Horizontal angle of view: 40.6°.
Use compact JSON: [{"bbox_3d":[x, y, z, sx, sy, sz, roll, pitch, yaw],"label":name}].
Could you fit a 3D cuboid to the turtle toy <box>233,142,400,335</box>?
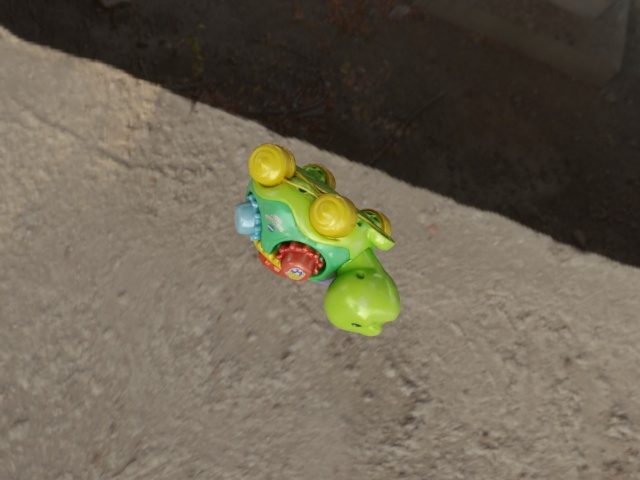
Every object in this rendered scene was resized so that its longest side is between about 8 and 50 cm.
[{"bbox_3d":[0.000,0.000,0.518,0.130,0.095,0.066,41,99,20],"label":"turtle toy"}]
